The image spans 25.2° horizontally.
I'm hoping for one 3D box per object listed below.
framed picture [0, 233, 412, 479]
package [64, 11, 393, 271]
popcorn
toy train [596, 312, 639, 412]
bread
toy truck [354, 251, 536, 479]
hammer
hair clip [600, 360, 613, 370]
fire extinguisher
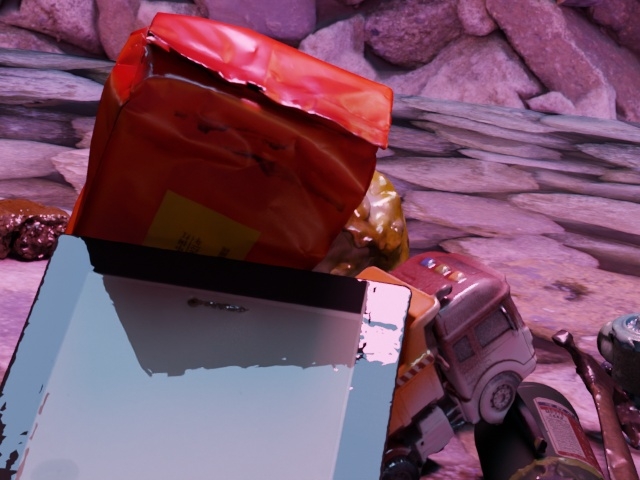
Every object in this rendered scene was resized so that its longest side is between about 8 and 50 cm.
[{"bbox_3d":[-0.090,0.139,0.920,0.265,0.016,0.347,7,48,4],"label":"framed picture"},{"bbox_3d":[-0.098,-0.011,1.111,0.196,0.423,0.123,21,53,-8],"label":"package"},{"bbox_3d":[0.000,0.000,1.502,0.198,0.198,0.212,11,-24,13],"label":"popcorn"},{"bbox_3d":[0.359,0.125,1.346,0.154,0.107,0.198,-12,27,-29],"label":"toy train"},{"bbox_3d":[-0.343,-0.012,1.640,0.113,0.060,0.082,0,17,-33],"label":"bread"},{"bbox_3d":[0.030,0.118,1.067,0.270,0.135,0.114,-36,34,-19],"label":"toy truck"},{"bbox_3d":[0.246,0.177,1.200,0.125,0.027,0.297,46,17,-13],"label":"hammer"},{"bbox_3d":[0.414,0.154,1.431,0.275,0.048,0.083,11,19,17],"label":"hair clip"},{"bbox_3d":[0.172,0.172,1.137,0.093,0.118,0.294,-32,12,8],"label":"fire extinguisher"}]
